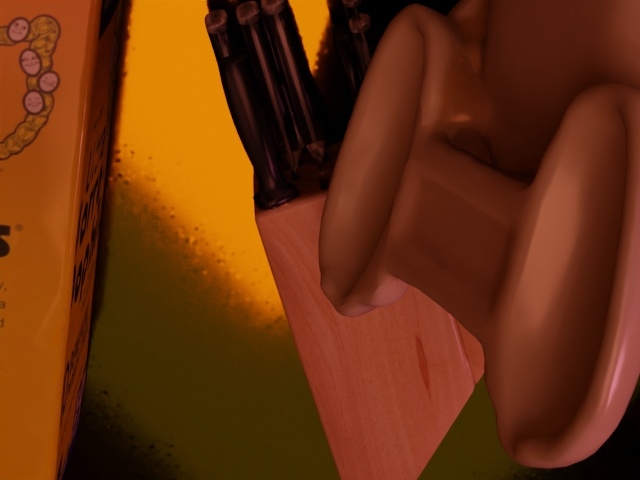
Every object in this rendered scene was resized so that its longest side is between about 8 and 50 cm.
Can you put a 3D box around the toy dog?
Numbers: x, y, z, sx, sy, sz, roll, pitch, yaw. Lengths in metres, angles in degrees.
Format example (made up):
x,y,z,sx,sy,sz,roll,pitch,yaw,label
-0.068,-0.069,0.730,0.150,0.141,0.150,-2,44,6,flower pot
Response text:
x,y,z,sx,sy,sz,roll,pitch,yaw,label
0.252,-0.055,0.842,0.408,0.284,0.395,10,94,-26,toy dog

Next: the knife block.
x,y,z,sx,sy,sz,roll,pitch,yaw,label
0.000,0.000,0.976,0.242,0.088,0.275,27,108,-11,knife block

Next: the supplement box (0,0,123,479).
x,y,z,sx,sy,sz,roll,pitch,yaw,label
-0.221,-0.018,0.901,0.195,0.194,0.356,7,111,-5,supplement box
